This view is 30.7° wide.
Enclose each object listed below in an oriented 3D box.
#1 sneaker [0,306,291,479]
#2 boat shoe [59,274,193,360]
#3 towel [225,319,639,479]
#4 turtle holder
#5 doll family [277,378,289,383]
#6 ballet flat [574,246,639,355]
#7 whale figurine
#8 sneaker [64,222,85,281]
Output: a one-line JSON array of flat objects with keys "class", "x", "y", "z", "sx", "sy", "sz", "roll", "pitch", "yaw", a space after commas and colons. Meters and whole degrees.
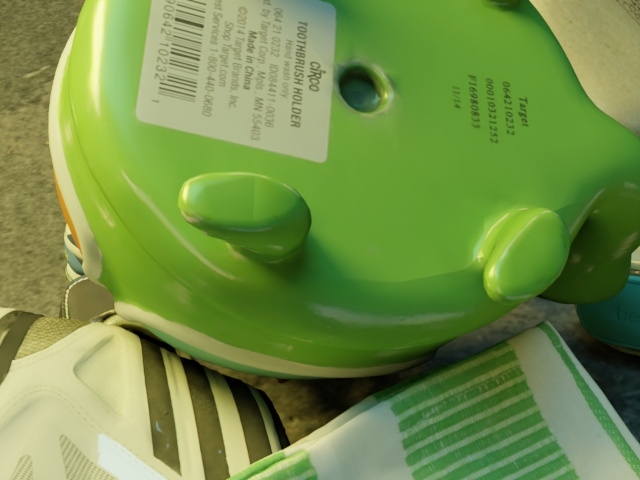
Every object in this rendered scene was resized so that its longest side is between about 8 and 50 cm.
[{"class": "sneaker", "x": -0.120, "y": 0.213, "z": 0.470, "sx": 0.258, "sy": 0.169, "sz": 0.447, "roll": 11, "pitch": 49, "yaw": 6}, {"class": "boat shoe", "x": -0.117, "y": 0.076, "z": 0.736, "sx": 0.080, "sy": 0.073, "sz": 0.223, "roll": -18, "pitch": 38, "yaw": -16}, {"class": "towel", "x": 0.052, "y": 0.177, "z": 0.473, "sx": 0.325, "sy": 0.038, "sz": 0.247, "roll": -20, "pitch": 67, "yaw": -37}, {"class": "turtle holder", "x": 0.017, "y": -0.048, "z": 0.613, "sx": 0.320, "sy": 0.227, "sz": 0.243, "roll": -18, "pitch": 76, "yaw": -29}, {"class": "doll family", "x": 0.000, "y": 0.000, "z": 0.801, "sx": 0.263, "sy": 0.118, "sz": 0.163, "roll": -33, "pitch": 60, "yaw": -25}, {"class": "ballet flat", "x": 0.276, "y": 0.052, "z": 0.700, "sx": 0.248, "sy": 0.086, "sz": 0.086, "roll": 20, "pitch": 44, "yaw": 34}, {"class": "whale figurine", "x": 0.198, "y": -0.128, "z": 0.910, "sx": 0.216, "sy": 0.141, "sz": 0.272, "roll": 46, "pitch": 40, "yaw": 3}, {"class": "sneaker", "x": -0.124, "y": 0.012, "z": 0.839, "sx": 0.144, "sy": 0.059, "sz": 0.053, "roll": 10, "pitch": 38, "yaw": 17}]
